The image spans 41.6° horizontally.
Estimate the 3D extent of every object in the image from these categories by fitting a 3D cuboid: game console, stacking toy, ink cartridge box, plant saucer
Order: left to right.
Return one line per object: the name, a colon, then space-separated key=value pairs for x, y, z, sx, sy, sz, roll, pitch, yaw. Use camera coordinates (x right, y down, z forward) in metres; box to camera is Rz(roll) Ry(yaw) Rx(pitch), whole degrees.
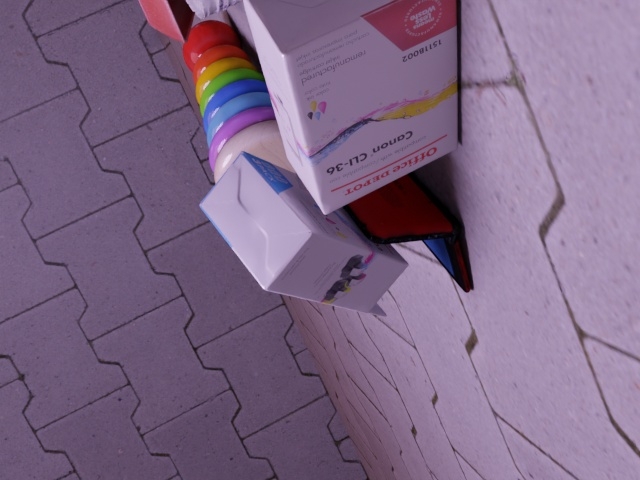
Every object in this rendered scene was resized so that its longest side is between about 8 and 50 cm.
plant saucer: x=-0.233 y=-0.422 z=1.124 sx=0.259 sy=0.047 sz=0.258 roll=-93 pitch=-15 yaw=-53
stacking toy: x=-0.123 y=-0.201 z=1.185 sx=0.141 sy=0.141 sz=0.330 roll=74 pitch=171 yaw=-52
ink cartridge box: x=0.000 y=0.000 z=0.703 sx=0.181 sy=0.061 sz=0.104 roll=19 pitch=-154 yaw=-54
ink cartridge box: x=0.030 y=-0.096 z=0.573 sx=0.067 sy=0.115 sz=0.198 roll=59 pitch=172 yaw=33
game console: x=0.060 y=-0.019 z=0.752 sx=0.144 sy=0.124 sz=0.085 roll=55 pitch=142 yaw=44

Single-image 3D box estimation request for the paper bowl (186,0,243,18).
paper bowl: x=-0.167 y=-0.366 z=0.861 sx=0.284 sy=0.148 sz=0.284 roll=61 pitch=173 yaw=13
